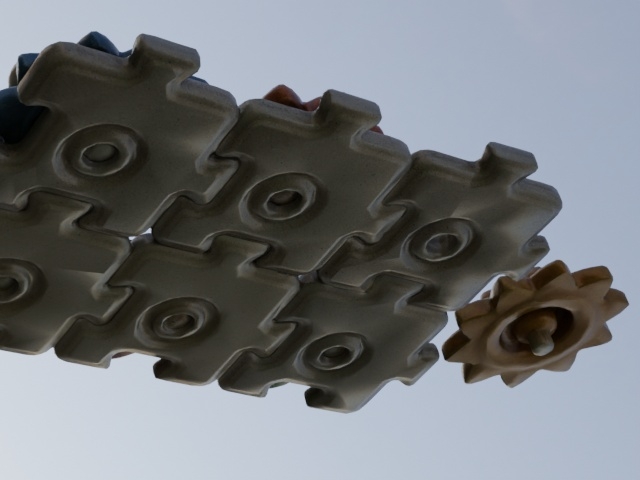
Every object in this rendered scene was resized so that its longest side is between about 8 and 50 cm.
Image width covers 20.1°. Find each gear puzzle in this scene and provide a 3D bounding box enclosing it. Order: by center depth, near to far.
[{"bbox_3d":[0.000,0.000,0.745,0.175,0.339,0.044,-48,-138,35],"label":"gear puzzle"}]
